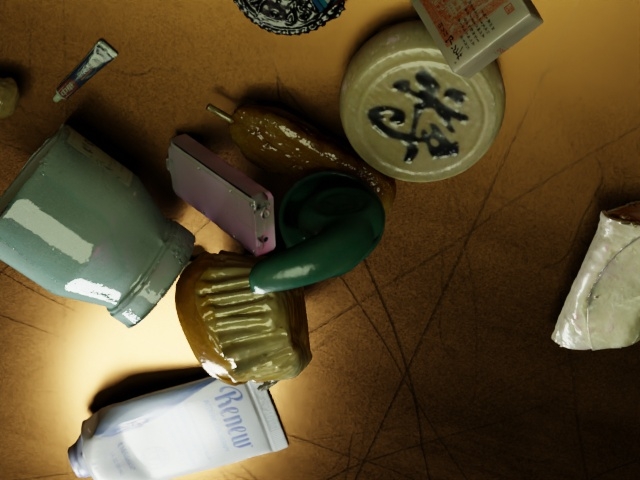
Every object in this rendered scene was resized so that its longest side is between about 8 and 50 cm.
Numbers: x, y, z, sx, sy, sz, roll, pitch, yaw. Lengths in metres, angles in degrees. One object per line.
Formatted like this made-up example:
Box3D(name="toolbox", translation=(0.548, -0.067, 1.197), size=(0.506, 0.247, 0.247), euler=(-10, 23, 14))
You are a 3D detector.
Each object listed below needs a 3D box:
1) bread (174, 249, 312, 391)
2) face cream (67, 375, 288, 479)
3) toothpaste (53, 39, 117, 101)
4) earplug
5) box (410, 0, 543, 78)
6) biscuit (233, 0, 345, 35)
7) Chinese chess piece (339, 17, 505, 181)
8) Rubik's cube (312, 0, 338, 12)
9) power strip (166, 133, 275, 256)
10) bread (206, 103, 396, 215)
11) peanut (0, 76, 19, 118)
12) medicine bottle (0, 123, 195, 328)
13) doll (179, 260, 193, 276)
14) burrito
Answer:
Box3D(name="bread", translation=(-0.121, 0.123, 1.760), size=(0.183, 0.236, 0.388), euler=(-9, 168, 4))
Box3D(name="face cream", translation=(-0.295, 0.381, 2.107), size=(0.420, 0.137, 0.235), euler=(-16, 121, 2))
Box3D(name="toothpaste", translation=(-0.384, -0.267, 1.705), size=(0.140, 0.021, 0.037), euler=(-38, 115, 24))
Box3D(name="earplug", translation=(0.004, 0.007, 1.613), size=(0.163, 0.257, 0.280), euler=(17, 160, 4))
Box3D(name="box", translation=(0.204, -0.350, 1.498), size=(0.141, 0.058, 0.201), euler=(-35, 72, 26))
Box3D(name="biscuit", translation=(-0.044, -0.393, 1.566), size=(0.194, 0.053, 0.195), euler=(3, 126, 4))
Box3D(name="Chinese chess piece", translation=(0.157, -0.214, 1.641), size=(0.257, 0.104, 0.257), euler=(3, 125, 4))
Box3D(name="Rubik's cube", translation=(0.025, -0.421, 1.433), size=(0.155, 0.151, 0.154), euler=(-38, 97, -2))
Box3D(name="power strip", translation=(-0.161, -0.076, 1.699), size=(0.037, 0.279, 0.109), euler=(-24, 130, -30))
Box3D(name="bread", translation=(-0.028, -0.141, 1.718), size=(0.344, 0.084, 0.124), euler=(29, 133, -12))
Box3D(name="peanut", translation=(-0.564, -0.210, 1.717), size=(0.192, 0.089, 0.089), euler=(-26, 118, 24))
Box3D(name="medicine bottle", translation=(-0.376, -0.012, 1.742), size=(0.290, 0.245, 0.245), euler=(39, 119, -18))
Box3D(name="doll", translation=(-0.222, 0.074, 1.922), size=(0.061, 0.051, 0.093), euler=(-10, 152, 11))
Box3D(name="burrito", translation=(0.505, 0.073, 1.808), size=(0.143, 0.105, 0.299), euler=(16, 126, 6))
